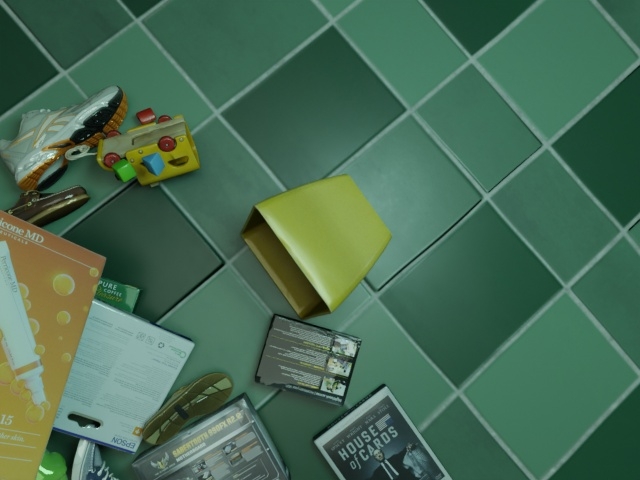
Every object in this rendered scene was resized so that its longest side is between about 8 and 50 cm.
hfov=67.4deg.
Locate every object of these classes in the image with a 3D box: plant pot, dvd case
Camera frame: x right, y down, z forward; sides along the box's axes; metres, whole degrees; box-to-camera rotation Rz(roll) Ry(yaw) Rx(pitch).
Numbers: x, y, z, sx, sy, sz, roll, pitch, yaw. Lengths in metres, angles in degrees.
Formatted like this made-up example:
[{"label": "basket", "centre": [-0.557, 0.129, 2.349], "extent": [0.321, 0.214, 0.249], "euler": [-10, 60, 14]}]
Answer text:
[{"label": "plant pot", "centre": [0.000, 0.000, 0.881], "extent": [0.187, 0.212, 0.212], "euler": [-36, 89, -19]}, {"label": "dvd case", "centre": [0.125, 0.430, 0.934], "extent": [0.179, 0.029, 0.238], "euler": [-35, 89, -8]}]

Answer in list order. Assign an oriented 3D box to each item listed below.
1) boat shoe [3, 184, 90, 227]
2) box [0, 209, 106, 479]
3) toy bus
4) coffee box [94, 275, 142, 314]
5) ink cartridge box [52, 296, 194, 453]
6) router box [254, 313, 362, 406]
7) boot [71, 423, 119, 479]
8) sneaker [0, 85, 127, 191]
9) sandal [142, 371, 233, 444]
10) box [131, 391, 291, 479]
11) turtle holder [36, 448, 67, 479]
[{"label": "boat shoe", "centre": [-0.538, -0.056, 0.891], "extent": [0.207, 0.073, 0.073], "euler": [-29, 90, -8]}, {"label": "box", "centre": [-0.494, 0.151, 0.694], "extent": [0.168, 0.215, 0.345], "euler": [-17, 55, 32]}, {"label": "toy bus", "centre": [-0.328, -0.155, 0.906], "extent": [0.202, 0.104, 0.191], "euler": [15, 50, 28]}, {"label": "coffee box", "centre": [-0.418, 0.161, 0.899], "extent": [0.113, 0.040, 0.184], "euler": [17, 84, -6]}, {"label": "ink cartridge box", "centre": [-0.377, 0.237, 0.856], "extent": [0.223, 0.045, 0.224], "euler": [33, 80, -25]}, {"label": "router box", "centre": [-0.024, 0.229, 0.929], "extent": [0.179, 0.046, 0.133], "euler": [17, 84, -3]}, {"label": "boot", "centre": [-0.400, 0.429, 0.870], "extent": [0.086, 0.069, 0.190], "euler": [9, 92, -12]}, {"label": "sneaker", "centre": [-0.491, -0.219, 0.902], "extent": [0.262, 0.099, 0.121], "euler": [-43, 86, -9]}, {"label": "sandal", "centre": [-0.250, 0.304, 0.896], "extent": [0.180, 0.049, 0.072], "euler": [-34, 113, -20]}, {"label": "box", "centre": [-0.198, 0.424, 0.889], "extent": [0.231, 0.056, 0.183], "euler": [-30, 88, -8]}, {"label": "turtle holder", "centre": [-0.618, 0.427, 0.783], "extent": [0.320, 0.243, 0.227], "euler": [-31, 107, -46]}]
